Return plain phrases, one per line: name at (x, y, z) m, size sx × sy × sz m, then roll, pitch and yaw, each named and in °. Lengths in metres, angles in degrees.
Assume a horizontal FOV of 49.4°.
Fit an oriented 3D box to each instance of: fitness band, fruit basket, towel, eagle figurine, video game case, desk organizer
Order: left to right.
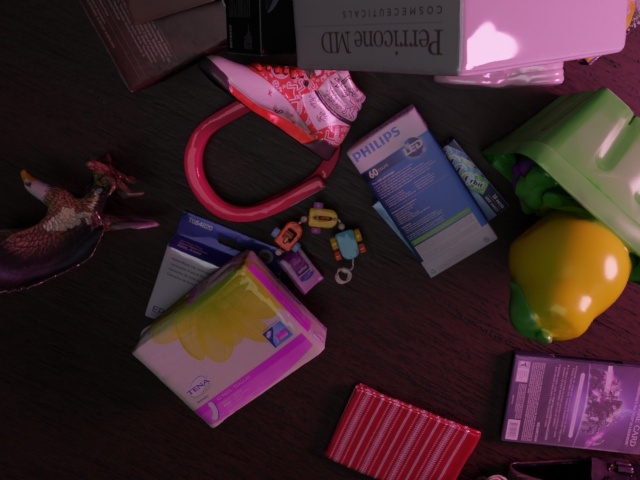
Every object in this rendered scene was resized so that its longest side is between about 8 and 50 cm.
eagle figurine at (-0.467, -0.028, 1.236) m, size 0.225 × 0.226 × 0.298 m, roll 42°, pitch 93°, yaw 28°
desk organizer at (-0.213, -0.351, 0.996) m, size 0.130 × 0.047 × 0.050 m, roll -13°, pitch 109°, yaw 10°
fitness band at (-0.101, -0.155, 1.235) m, size 0.290 × 0.054 × 0.209 m, roll -26°, pitch 102°, yaw 13°
towel at (0.166, 0.415, 1.418) m, size 0.274 × 0.031 × 0.199 m, roll 22°, pitch 112°, yaw 0°
video game case at (0.499, 0.316, 1.350) m, size 0.274 × 0.026 × 0.196 m, roll 5°, pitch 110°, yaw 3°
fruit basket at (0.410, -0.007, 1.104) m, size 0.391 × 0.283 × 0.392 m, roll -1°, pitch 98°, yaw -4°

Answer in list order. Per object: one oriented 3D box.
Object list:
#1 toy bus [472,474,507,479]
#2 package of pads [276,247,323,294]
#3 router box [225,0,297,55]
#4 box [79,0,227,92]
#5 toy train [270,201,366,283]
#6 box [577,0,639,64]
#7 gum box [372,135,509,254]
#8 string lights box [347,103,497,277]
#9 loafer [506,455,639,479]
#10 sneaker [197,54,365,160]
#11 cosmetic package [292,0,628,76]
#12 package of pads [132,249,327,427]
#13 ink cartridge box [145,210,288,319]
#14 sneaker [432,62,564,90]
toy bus at (0.314, 0.544, 1.407) m, size 0.202 × 0.104 × 0.191 m, roll -30°, pitch 105°, yaw 16°
package of pads at (-0.037, 0.055, 1.302) m, size 0.050 × 0.032 × 0.083 m, roll -40°, pitch 103°, yaw -16°
router box at (-0.027, -0.438, 1.026) m, size 0.081 × 0.242 × 0.309 m, roll 18°, pitch 116°, yaw 41°
box at (-0.235, -0.362, 1.109) m, size 0.203 × 0.168 × 0.167 m, roll -23°, pitch 105°, yaw 14°
toy train at (0.000, 0.000, 1.272) m, size 0.166 × 0.046 × 0.125 m, roll 32°, pitch 97°, yaw -3°
box at (0.409, -0.415, 1.079) m, size 0.159 × 0.044 × 0.233 m, roll -39°, pitch 101°, yaw 9°
gum box at (0.211, -0.066, 1.235) m, size 0.184 × 0.041 × 0.157 m, roll -39°, pitch 101°, yaw 16°
string lights box at (0.171, -0.083, 1.171) m, size 0.133 × 0.077 × 0.260 m, roll -32°, pitch 101°, yaw 15°
loafer at (0.517, 0.470, 1.363) m, size 0.302 × 0.109 × 0.095 m, roll -12°, pitch 104°, yaw 13°
sneaker at (-0.051, -0.254, 1.105) m, size 0.270 × 0.090 × 0.145 m, roll 31°, pitch 97°, yaw -28°
cosmetic package at (0.173, -0.431, 0.895) m, size 0.327 × 0.329 × 0.394 m, roll -17°, pitch 112°, yaw -33°
package of pads at (-0.172, 0.182, 1.283) m, size 0.296 × 0.101 × 0.229 m, roll -38°, pitch 105°, yaw 17°
ink cartridge box at (-0.200, 0.085, 1.330) m, size 0.223 × 0.045 × 0.224 m, roll 21°, pitch 110°, yaw -2°
sneaker at (0.288, -0.295, 1.136) m, size 0.212 × 0.080 × 0.094 m, roll -3°, pitch 98°, yaw -2°
